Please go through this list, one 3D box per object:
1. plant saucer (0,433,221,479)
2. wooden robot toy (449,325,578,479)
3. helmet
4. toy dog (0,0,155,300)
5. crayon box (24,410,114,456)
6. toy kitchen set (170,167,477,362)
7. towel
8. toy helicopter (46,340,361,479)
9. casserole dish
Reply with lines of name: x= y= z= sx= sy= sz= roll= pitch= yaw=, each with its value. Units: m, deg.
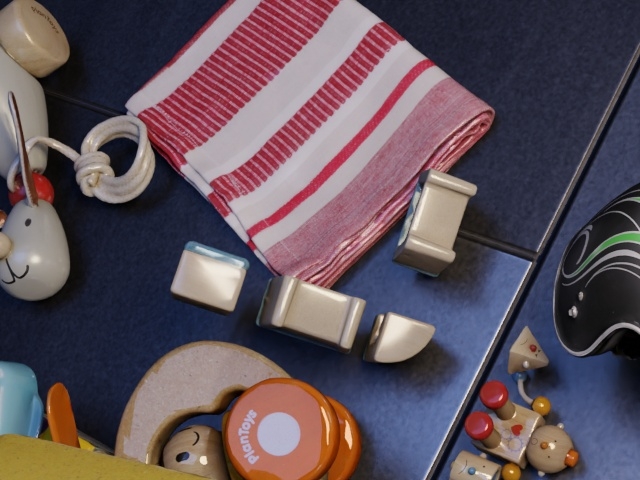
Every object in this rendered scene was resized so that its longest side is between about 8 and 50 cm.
plant saucer: x=-0.151 y=0.324 z=0.936 sx=0.332 sy=0.081 sz=0.333 roll=6 pitch=89 yaw=32
wooden robot toy: x=0.150 y=0.154 z=1.004 sx=0.079 sy=0.076 sz=0.173 roll=21 pitch=77 yaw=23
helmet: x=0.259 y=0.034 z=0.931 sx=0.161 sy=0.169 sz=0.169 roll=-17 pitch=54 yaw=55
toy dog: x=-0.332 y=-0.114 z=1.332 sx=0.220 sy=0.161 sz=0.334 roll=-50 pitch=51 yaw=11
crayon box: x=-0.370 y=0.267 z=1.204 sx=0.363 sy=0.106 sz=0.313 roll=21 pitch=78 yaw=34
toy kitchen set: x=0.000 y=0.000 z=1.112 sx=0.207 sy=0.122 sz=0.166 roll=19 pitch=83 yaw=-5
towel: x=-0.025 y=-0.120 z=1.255 sx=0.237 sy=0.037 sz=0.329 roll=-45 pitch=53 yaw=0
toy helicopter: x=-0.120 y=0.250 z=1.036 sx=0.235 sy=0.140 sz=0.355 roll=13 pitch=81 yaw=12
casserole dish: x=-0.321 y=0.153 z=1.143 sx=0.188 sy=0.037 sz=0.114 roll=-7 pitch=64 yaw=26
